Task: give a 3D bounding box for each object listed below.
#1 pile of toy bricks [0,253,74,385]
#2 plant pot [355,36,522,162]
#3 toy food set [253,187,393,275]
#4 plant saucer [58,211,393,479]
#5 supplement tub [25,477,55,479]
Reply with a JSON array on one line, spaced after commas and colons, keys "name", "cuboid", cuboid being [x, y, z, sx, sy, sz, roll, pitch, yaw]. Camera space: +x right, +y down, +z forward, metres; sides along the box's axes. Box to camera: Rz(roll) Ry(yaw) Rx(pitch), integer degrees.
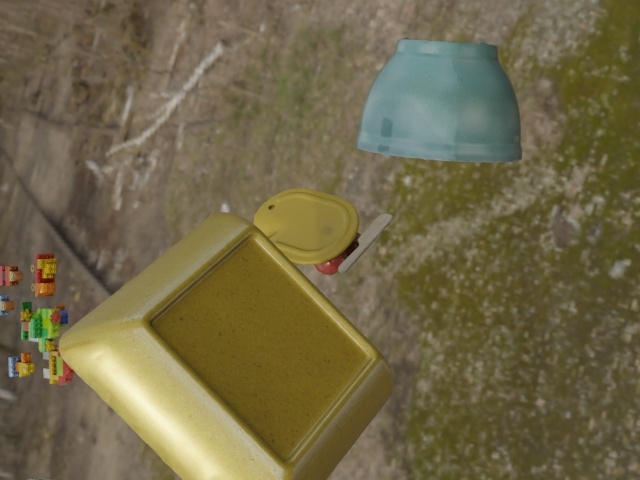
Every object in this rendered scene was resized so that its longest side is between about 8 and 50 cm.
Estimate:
[{"name": "pile of toy bricks", "cuboid": [-0.443, 0.129, 1.682, 0.105, 0.118, 0.212, 0, 92, 45]}, {"name": "plant pot", "cuboid": [0.213, -0.249, 1.839, 0.293, 0.292, 0.196, -146, 59, -71]}, {"name": "toy food set", "cuboid": [0.000, 0.000, 1.580, 0.217, 0.071, 0.128, 19, 62, 35]}, {"name": "plant saucer", "cuboid": [-0.079, 0.134, 1.243, 0.081, 0.333, 0.333, -46, -1, 43]}, {"name": "supplement tub", "cuboid": [-0.479, 0.570, 2.016, 0.207, 0.337, 0.207, 6, -90, -73]}]
